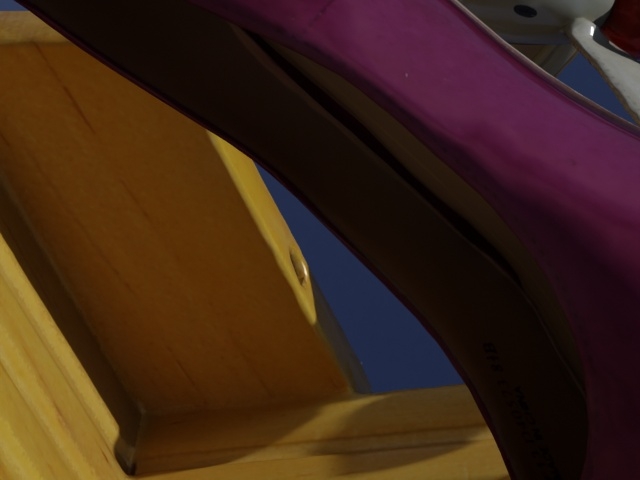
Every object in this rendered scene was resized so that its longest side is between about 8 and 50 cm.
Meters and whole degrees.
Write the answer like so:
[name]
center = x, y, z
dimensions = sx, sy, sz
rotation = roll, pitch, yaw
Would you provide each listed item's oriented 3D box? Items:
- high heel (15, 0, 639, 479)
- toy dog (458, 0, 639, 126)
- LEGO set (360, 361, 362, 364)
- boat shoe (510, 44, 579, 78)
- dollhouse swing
[high heel]
center = 0.000, 0.000, 0.470
dimensions = 0.127, 0.181, 0.377
rotation = 105, -37, -62
[toy dog]
center = 0.206, -0.085, 0.756
dimensions = 0.161, 0.334, 0.220
rotation = 179, -97, -82
[LEGO set]
center = 0.001, 0.049, 1.070
dimensions = 0.023, 0.083, 0.054
rotation = -37, -151, 18
[boat shoe]
center = 0.104, -0.175, 0.859
dimensions = 0.302, 0.098, 0.109
rotation = -55, -155, 21
[dollhouse swing]
center = 0.009, 0.063, 0.568
dimensions = 0.305, 0.315, 0.347
rotation = -19, -152, 15
